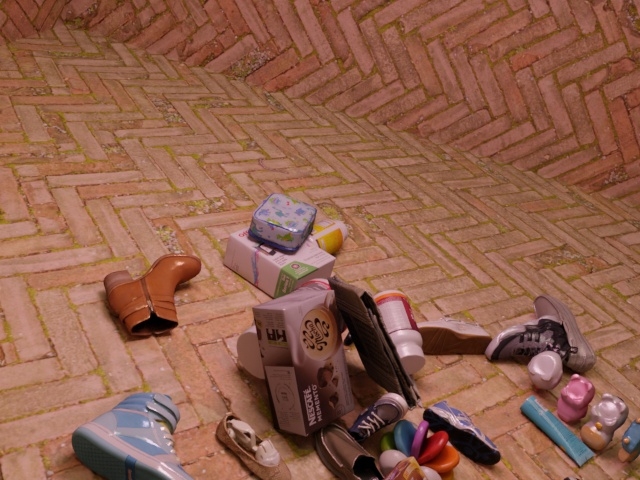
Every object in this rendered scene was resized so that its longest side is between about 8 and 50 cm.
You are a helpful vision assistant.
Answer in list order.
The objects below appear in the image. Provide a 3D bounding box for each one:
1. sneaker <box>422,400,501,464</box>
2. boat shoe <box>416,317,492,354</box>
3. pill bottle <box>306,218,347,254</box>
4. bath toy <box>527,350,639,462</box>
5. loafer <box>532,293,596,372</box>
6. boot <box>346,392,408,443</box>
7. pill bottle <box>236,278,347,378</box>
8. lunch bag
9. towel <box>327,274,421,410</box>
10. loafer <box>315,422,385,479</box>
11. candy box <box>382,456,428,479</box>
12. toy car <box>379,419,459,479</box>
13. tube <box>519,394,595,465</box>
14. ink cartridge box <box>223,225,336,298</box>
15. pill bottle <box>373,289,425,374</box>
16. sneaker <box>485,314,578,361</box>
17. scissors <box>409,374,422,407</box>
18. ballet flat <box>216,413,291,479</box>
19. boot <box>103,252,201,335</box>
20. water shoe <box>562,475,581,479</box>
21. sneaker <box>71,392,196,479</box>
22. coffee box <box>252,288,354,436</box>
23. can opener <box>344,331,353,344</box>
[{"bbox_3d":[0.360,0.469,1.631,0.211,0.080,0.081,35,38,26],"label":"sneaker"},{"bbox_3d":[0.373,0.275,1.950,0.277,0.098,0.096,12,29,-26],"label":"boat shoe"},{"bbox_3d":[0.000,0.000,2.193,0.117,0.117,0.215,31,33,24],"label":"pill bottle"},{"bbox_3d":[0.715,0.448,1.798,0.348,0.151,0.129,41,1,40],"label":"bath toy"},{"bbox_3d":[0.757,0.283,2.099,0.112,0.112,0.319,13,30,-22],"label":"loafer"},{"bbox_3d":[0.127,0.415,1.507,0.069,0.190,0.086,44,53,7],"label":"boot"},{"bbox_3d":[-0.069,0.231,1.718,0.176,0.176,0.318,30,33,22],"label":"pill bottle"},{"bbox_3d":[-0.116,-0.060,2.029,0.176,0.090,0.219,21,29,6],"label":"lunch bag"},{"bbox_3d":[0.128,0.235,1.601,0.056,0.312,0.324,-25,9,-10],"label":"towel"},{"bbox_3d":[0.082,0.489,1.455,0.094,0.087,0.251,-11,40,-38],"label":"loafer"},{"bbox_3d":[0.200,0.557,1.352,0.109,0.053,0.186,-27,81,-49],"label":"candy box"},{"bbox_3d":[0.229,0.476,1.500,0.182,0.136,0.159,25,32,14],"label":"toy car"},{"bbox_3d":[0.624,0.501,1.743,0.080,0.052,0.207,-18,50,-37],"label":"tube"},{"bbox_3d":[-0.128,0.061,2.030,0.278,0.117,0.201,31,33,25],"label":"ink cartridge box"},{"bbox_3d":[0.212,0.255,1.824,0.121,0.121,0.221,4,44,-20],"label":"pill bottle"},{"bbox_3d":[0.633,0.324,1.954,0.269,0.101,0.153,-17,46,-18],"label":"sneaker"},{"bbox_3d":[0.242,0.344,1.838,0.109,0.021,0.297,-3,35,-30],"label":"scissors"},{"bbox_3d":[-0.145,0.450,1.431,0.206,0.067,0.073,30,33,21],"label":"ballet flat"},{"bbox_3d":[-0.418,0.143,1.761,0.283,0.109,0.220,-9,37,-33],"label":"boot"},{"bbox_3d":[0.624,0.627,1.506,0.080,0.073,0.203,12,31,-12],"label":"water shoe"},{"bbox_3d":[-0.319,0.418,1.344,0.319,0.127,0.208,27,33,16],"label":"sneaker"},{"bbox_3d":[-0.038,0.277,1.530,0.168,0.297,0.119,-15,9,-43],"label":"coffee box"},{"bbox_3d":[0.122,0.241,1.912,0.073,0.059,0.186,29,32,20],"label":"can opener"}]
